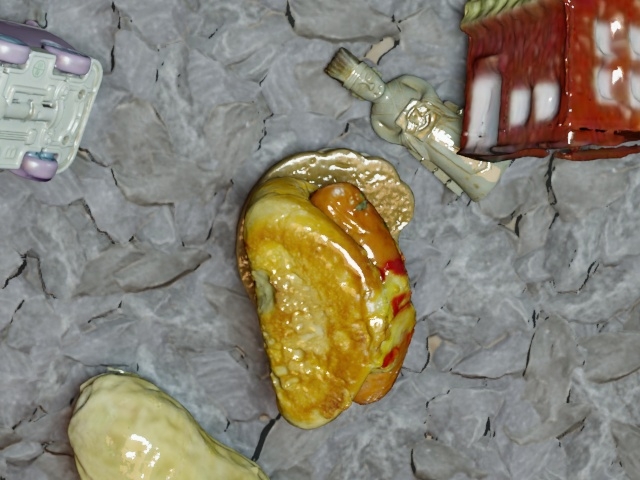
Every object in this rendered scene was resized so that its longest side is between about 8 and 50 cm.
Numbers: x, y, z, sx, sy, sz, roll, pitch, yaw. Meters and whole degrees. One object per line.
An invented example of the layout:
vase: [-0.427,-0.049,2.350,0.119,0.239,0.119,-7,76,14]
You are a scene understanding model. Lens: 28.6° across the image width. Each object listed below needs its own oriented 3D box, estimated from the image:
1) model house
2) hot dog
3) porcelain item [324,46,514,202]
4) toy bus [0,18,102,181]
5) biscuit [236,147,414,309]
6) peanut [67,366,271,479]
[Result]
model house: [0.244,-0.203,1.217,0.160,0.196,0.254,5,88,-24]
hot dog: [0.017,0.058,1.257,0.153,0.150,0.256,-8,107,7]
porcelain item: [0.101,-0.128,1.311,0.213,0.054,0.084,34,96,-10]
toy bus: [-0.320,-0.144,1.204,0.142,0.202,0.142,24,101,23]
biscuit: [0.000,0.000,1.333,0.181,0.049,0.208,9,106,-7]
peanut: [-0.143,0.269,1.340,0.313,0.149,0.149,41,96,-18]
